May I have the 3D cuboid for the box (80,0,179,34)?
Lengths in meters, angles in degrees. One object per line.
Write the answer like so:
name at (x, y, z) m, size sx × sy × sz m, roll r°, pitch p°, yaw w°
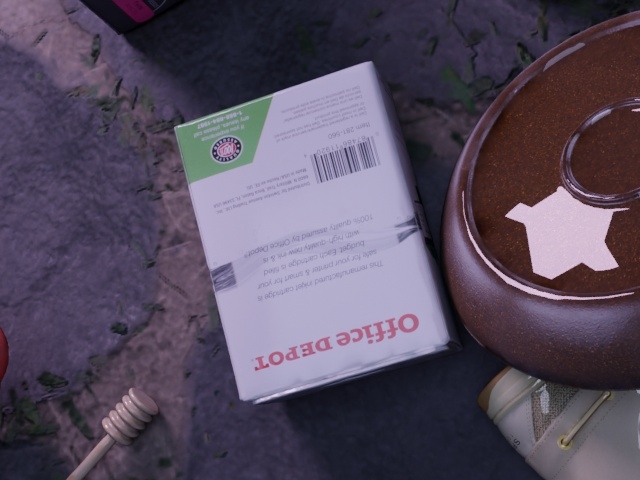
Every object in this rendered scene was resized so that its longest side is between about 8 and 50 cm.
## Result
box at (-0.186, -0.330, 0.966) m, size 0.143 × 0.165 × 0.270 m, roll -29°, pitch 75°, yaw 7°

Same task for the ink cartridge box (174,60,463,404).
ink cartridge box at (0.000, 0.000, 0.904) m, size 0.160 × 0.092 × 0.219 m, roll -17°, pitch 78°, yaw 11°

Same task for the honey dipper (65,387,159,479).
honey dipper at (-0.190, 0.184, 0.956) m, size 0.030 × 0.030 × 0.160 m, roll 43°, pitch 97°, yaw 16°

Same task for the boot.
boot at (0.262, 0.111, 0.812) m, size 0.262 × 0.095 × 0.203 m, roll -39°, pitch 73°, yaw 15°

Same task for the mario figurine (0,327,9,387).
mario figurine at (-0.378, 0.140, 0.981) m, size 0.321 × 0.170 × 0.198 m, roll -23°, pitch 112°, yaw 20°

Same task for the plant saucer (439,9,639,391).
plant saucer at (0.209, -0.049, 0.804) m, size 0.311 × 0.050 × 0.310 m, roll -22°, pitch 45°, yaw 24°
